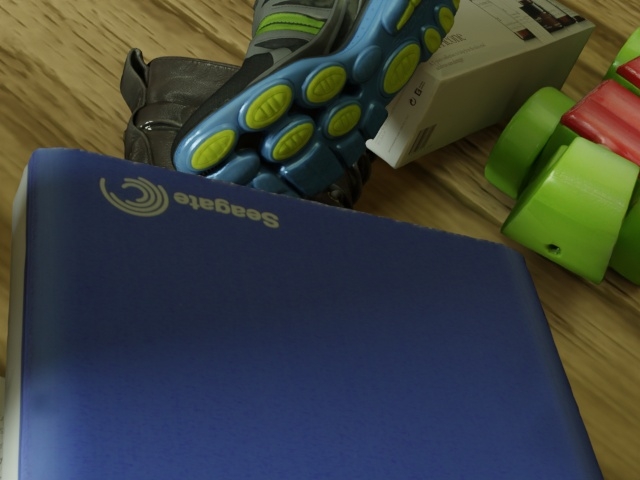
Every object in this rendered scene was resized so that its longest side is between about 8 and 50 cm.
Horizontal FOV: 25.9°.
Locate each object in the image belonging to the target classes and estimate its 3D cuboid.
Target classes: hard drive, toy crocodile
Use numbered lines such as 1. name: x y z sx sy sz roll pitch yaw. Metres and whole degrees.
1. hard drive: 0.006 0.102 0.440 0.210 0.040 0.318 12 38 -20
2. toy crocodile: 0.204 -0.072 0.825 0.115 0.105 0.340 38 44 18

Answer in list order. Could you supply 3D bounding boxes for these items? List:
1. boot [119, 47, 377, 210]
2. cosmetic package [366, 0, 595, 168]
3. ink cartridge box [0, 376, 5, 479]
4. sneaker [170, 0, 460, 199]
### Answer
1. boot: 0.000 0.000 0.685 0.263 0.091 0.229 26 33 -5
2. cosmetic package: 0.070 -0.114 0.808 0.099 0.060 0.239 34 29 17
3. ink cartridge box: -0.188 0.185 0.379 0.207 0.119 0.353 16 40 -6
4. sneaker: -0.006 -0.082 0.651 0.078 0.067 0.188 14 51 37
